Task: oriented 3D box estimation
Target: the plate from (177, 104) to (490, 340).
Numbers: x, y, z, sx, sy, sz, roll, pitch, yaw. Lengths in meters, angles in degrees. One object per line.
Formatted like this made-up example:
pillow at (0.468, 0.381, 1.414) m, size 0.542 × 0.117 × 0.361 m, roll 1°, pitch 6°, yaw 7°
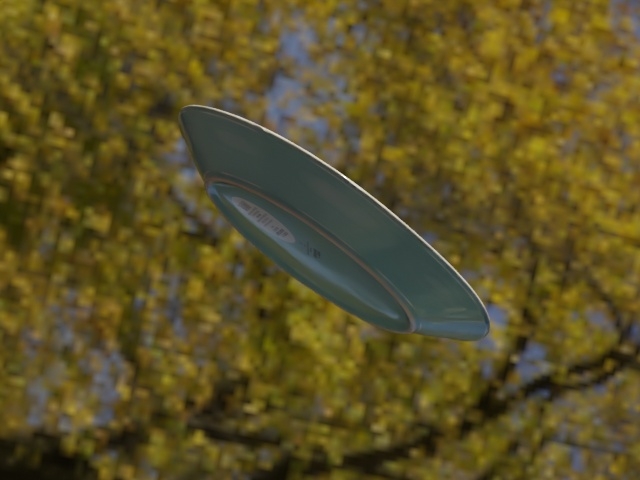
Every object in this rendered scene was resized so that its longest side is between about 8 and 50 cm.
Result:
plate at (0.000, 0.000, 0.980) m, size 0.024 × 0.188 × 0.188 m, roll -55°, pitch -164°, yaw -12°
